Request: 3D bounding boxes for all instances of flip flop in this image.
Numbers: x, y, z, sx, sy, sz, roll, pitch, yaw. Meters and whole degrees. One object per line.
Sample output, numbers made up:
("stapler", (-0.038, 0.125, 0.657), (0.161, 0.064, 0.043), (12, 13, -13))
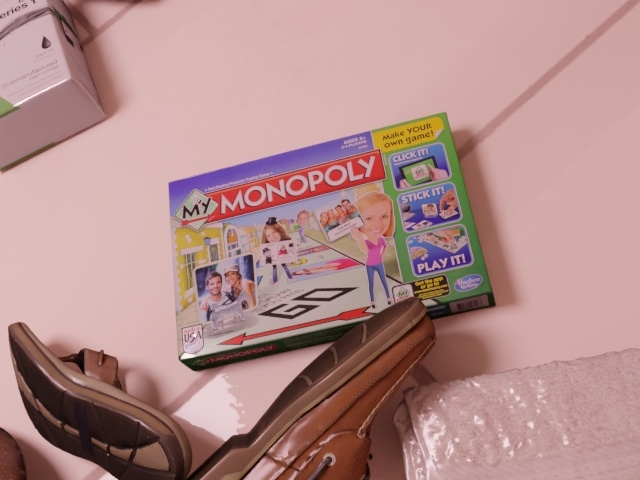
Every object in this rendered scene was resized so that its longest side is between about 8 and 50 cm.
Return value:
("flip flop", (-0.220, 0.157, 0.786), (0.277, 0.112, 0.080), (17, 31, 33))

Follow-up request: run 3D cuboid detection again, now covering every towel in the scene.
("towel", (0.211, 0.193, 0.672), (0.282, 0.049, 0.187), (-13, 63, 9))

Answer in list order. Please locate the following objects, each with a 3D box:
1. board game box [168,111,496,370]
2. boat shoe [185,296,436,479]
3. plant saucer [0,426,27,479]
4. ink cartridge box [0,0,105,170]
("board game box", (0.000, 0.000, 0.825), (0.317, 0.046, 0.213), (-14, 63, 9))
("boat shoe", (-0.001, 0.181, 0.712), (0.307, 0.111, 0.104), (-42, 91, 3))
("plant saucer", (-0.416, 0.296, 0.734), (0.311, 0.050, 0.310), (-20, 40, 18))
("ink cartridge box", (-0.390, -0.223, 1.011), (0.160, 0.092, 0.219), (-27, 61, 1))
